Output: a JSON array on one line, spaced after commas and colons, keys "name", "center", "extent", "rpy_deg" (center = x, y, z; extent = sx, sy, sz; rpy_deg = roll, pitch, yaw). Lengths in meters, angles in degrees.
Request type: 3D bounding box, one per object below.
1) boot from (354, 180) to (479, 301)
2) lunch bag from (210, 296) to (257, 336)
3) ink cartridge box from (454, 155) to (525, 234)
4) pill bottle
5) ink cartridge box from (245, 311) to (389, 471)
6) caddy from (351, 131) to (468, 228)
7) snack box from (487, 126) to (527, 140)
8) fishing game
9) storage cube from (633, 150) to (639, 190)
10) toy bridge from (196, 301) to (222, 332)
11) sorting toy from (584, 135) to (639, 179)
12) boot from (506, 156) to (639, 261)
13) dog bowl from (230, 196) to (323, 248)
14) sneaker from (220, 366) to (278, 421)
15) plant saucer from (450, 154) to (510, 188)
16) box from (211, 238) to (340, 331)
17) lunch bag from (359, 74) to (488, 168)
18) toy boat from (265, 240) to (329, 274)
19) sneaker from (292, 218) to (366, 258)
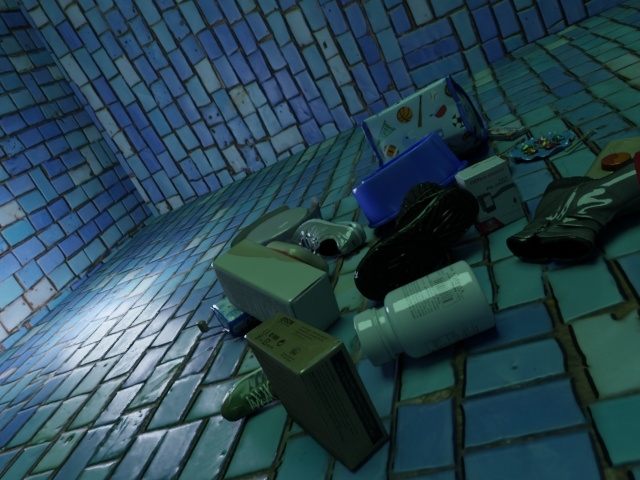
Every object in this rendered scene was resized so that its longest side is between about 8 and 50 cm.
[{"name": "boot", "center": [0.209, -0.005, 1.332], "extent": [0.348, 0.131, 0.260], "rpy_deg": [-39, 12, -2]}, {"name": "lunch bag", "center": [-0.211, 0.187, 1.481], "extent": [0.129, 0.096, 0.151], "rpy_deg": [-35, 10, -20]}, {"name": "ink cartridge box", "center": [0.401, -0.108, 1.297], "extent": [0.109, 0.150, 0.063], "rpy_deg": [-25, 19, 4]}, {"name": "pill bottle", "center": [0.184, 0.139, 0.992], "extent": [0.229, 0.131, 0.131], "rpy_deg": [-25, 19, 9]}, {"name": "ink cartridge box", "center": [-0.013, 0.238, 0.912], "extent": [0.088, 0.193, 0.235], "rpy_deg": [-34, 20, -22]}, {"name": "caddy", "center": [0.259, -0.159, 1.590], "extent": [0.341, 0.179, 0.241], "rpy_deg": [-33, 6, 27]}, {"name": "snack box", "center": [0.623, -0.366, 1.871], "extent": [0.064, 0.022, 0.178], "rpy_deg": [-30, 18, -10]}, {"name": "fishing game", "center": [0.643, -0.286, 1.606], "extent": [0.189, 0.041, 0.264], "rpy_deg": [-32, 18, -19]}, {"name": "storage cube", "center": [0.596, -0.047, 0.817], "extent": [0.215, 0.183, 0.193], "rpy_deg": [-16, 22, 33]}, {"name": "toy bridge", "center": [-0.277, 0.206, 1.574], "extent": [0.026, 0.063, 0.188], "rpy_deg": [-13, 22, 38]}, {"name": "sorting toy", "center": [0.760, -0.226, 1.276], "extent": [0.229, 0.041, 0.307], "rpy_deg": [-6, 29, 48]}, {"name": "boot", "center": [0.542, -0.046, 1.039], "extent": [0.223, 0.118, 0.338], "rpy_deg": [-45, 13, -33]}, {"name": "dog bowl", "center": [-0.141, -0.023, 1.927], "extent": [0.349, 0.102, 0.348], "rpy_deg": [-25, 19, 10]}, {"name": "sneaker", "center": [-0.108, 0.293, 1.099], "extent": [0.192, 0.064, 0.086], "rpy_deg": [-35, 15, -29]}, {"name": "plant saucer", "center": [0.462, -0.188, 1.607], "extent": [0.199, 0.036, 0.198], "rpy_deg": [-25, 20, 10]}, {"name": "box", "center": [-0.112, 0.118, 1.322], "extent": [0.311, 0.147, 0.121], "rpy_deg": [21, 49, 42]}, {"name": "lunch bag", "center": [0.370, -0.348, 1.836], "extent": [0.328, 0.238, 0.385], "rpy_deg": [-21, -6, 24]}, {"name": "toy boat", "center": [-0.090, 0.095, 1.534], "extent": [0.231, 0.151, 0.151], "rpy_deg": [9, 70, 61]}, {"name": "sneaker", "center": [0.000, 0.000, 1.659], "extent": [0.281, 0.105, 0.115], "rpy_deg": [-7, 29, 47]}]
